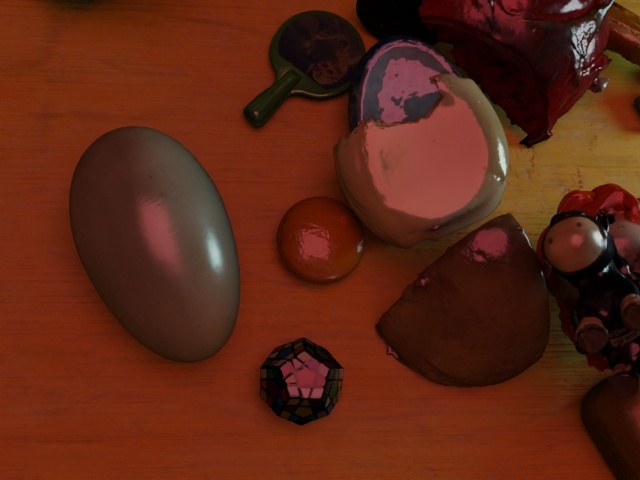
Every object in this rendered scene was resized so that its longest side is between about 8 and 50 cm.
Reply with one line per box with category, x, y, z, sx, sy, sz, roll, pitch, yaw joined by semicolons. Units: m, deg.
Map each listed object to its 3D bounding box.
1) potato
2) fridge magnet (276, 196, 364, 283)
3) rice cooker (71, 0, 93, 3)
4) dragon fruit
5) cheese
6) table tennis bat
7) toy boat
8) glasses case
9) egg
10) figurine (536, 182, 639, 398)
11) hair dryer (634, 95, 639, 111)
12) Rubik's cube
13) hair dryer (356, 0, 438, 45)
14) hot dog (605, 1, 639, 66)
potato;0.235;0.119;1.771;0.211;0.264;0.189;-26;72;-19
fridge magnet;0.000;0.000;1.863;0.143;0.063;0.143;2;77;-9
rice cooker;-0.340;-0.559;1.823;0.335;0.325;0.335;6;76;-27
dragon fruit;0.351;-0.343;1.881;0.343;0.100;0.282;42;91;-24
cheese;0.160;-0.122;1.799;0.266;0.127;0.233;-22;93;-7
table tennis bat;-0.033;-0.283;1.945;0.160;0.039;0.257;42;71;6
toy boat;0.156;-0.175;1.922;0.215;0.123;0.330;-21;91;-5
glasses case;0.573;0.361;1.816;0.173;0.141;0.371;-29;82;-15
egg;-0.243;0.007;1.739;0.230;0.230;0.371;-20;84;-13
figurine;0.435;0.066;1.732;0.241;0.412;0.306;-46;78;22
hair dryer;0.622;-0.248;1.997;0.150;0.047;0.071;-30;83;19
Rubik's cube;-0.029;0.215;1.778;0.133;0.133;0.112;-33;107;-15
hair dryer;0.099;-0.499;2.009;0.284;0.155;0.320;5;61;14
hot dog;0.520;-0.352;1.994;0.269;0.072;0.109;36;33;14
